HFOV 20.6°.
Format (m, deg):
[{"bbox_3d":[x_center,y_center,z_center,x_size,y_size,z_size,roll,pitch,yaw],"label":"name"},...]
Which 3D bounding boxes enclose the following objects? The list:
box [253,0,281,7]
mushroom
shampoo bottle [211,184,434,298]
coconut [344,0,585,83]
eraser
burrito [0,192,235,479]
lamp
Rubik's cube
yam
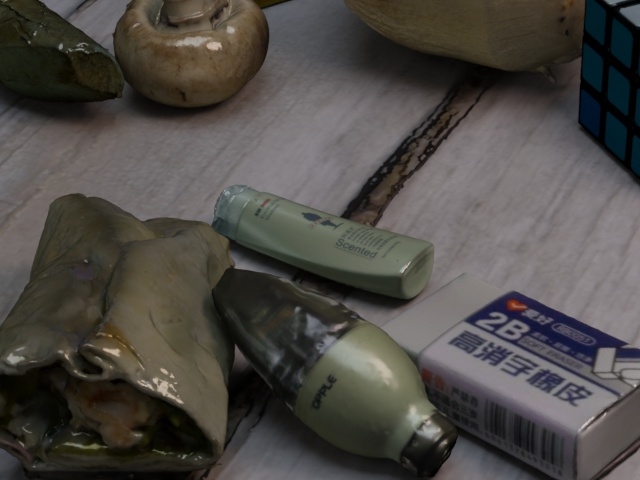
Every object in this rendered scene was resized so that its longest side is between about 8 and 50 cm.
[{"bbox_3d":[-0.097,-0.314,2.080,0.087,0.023,0.155,-23,39,-22],"label":"box"},{"bbox_3d":[-0.138,-0.213,1.846,0.166,0.127,0.166,-7,30,4],"label":"mushroom"},{"bbox_3d":[0.000,0.000,1.590,0.212,0.049,0.072,18,44,29],"label":"shampoo bottle"},{"bbox_3d":[0.166,-0.361,1.847,0.360,0.346,0.346,25,43,28],"label":"coconut"},{"bbox_3d":[0.158,0.107,1.407,0.210,0.068,0.124,26,44,37],"label":"eraser"},{"bbox_3d":[-0.170,0.054,1.459,0.190,0.135,0.332,-9,31,5],"label":"burrito"},{"bbox_3d":[0.006,0.099,1.391,0.250,0.101,0.101,36,49,24],"label":"lamp"},{"bbox_3d":[0.357,-0.161,1.696,0.163,0.162,0.160,-16,36,-16],"label":"Rubik's cube"},{"bbox_3d":[-0.306,-0.205,1.864,0.106,0.106,0.259,-21,37,-24],"label":"yam"}]
